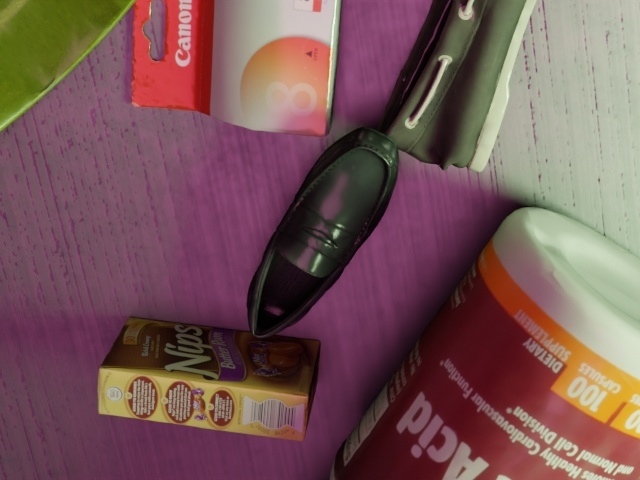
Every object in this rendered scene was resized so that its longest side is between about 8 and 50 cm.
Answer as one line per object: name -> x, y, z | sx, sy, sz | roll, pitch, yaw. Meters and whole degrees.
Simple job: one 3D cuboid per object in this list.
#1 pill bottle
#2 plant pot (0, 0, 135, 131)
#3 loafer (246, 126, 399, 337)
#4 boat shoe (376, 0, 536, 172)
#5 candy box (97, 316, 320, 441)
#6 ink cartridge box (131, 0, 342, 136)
pill bottle -> 0.146, 0.187, 1.079 | 0.224, 0.224, 0.392 | 31, 111, -6
plant pot -> -0.348, -0.267, 0.921 | 0.366, 0.366, 0.353 | -42, 89, 19
loafer -> 0.000, 0.000, 1.079 | 0.076, 0.078, 0.223 | 29, 125, -6
boat shoe -> 0.123, -0.210, 0.991 | 0.096, 0.112, 0.335 | 11, 115, -3
candy box -> -0.098, 0.124, 1.144 | 0.187, 0.109, 0.053 | 6, 112, 3
ink cartridge box -> -0.074, -0.169, 1.065 | 0.179, 0.045, 0.145 | 5, 111, 2
